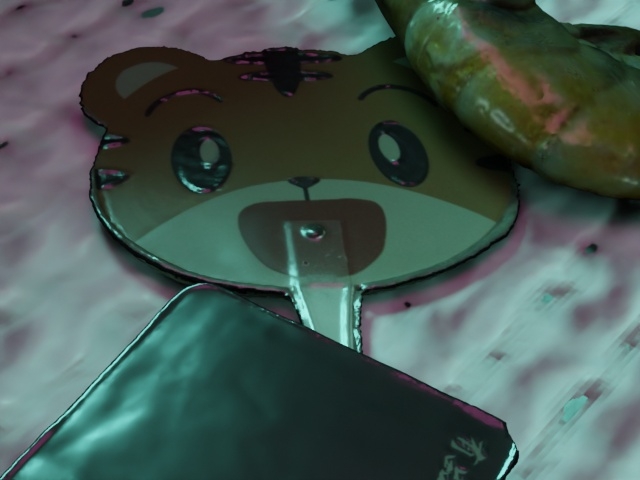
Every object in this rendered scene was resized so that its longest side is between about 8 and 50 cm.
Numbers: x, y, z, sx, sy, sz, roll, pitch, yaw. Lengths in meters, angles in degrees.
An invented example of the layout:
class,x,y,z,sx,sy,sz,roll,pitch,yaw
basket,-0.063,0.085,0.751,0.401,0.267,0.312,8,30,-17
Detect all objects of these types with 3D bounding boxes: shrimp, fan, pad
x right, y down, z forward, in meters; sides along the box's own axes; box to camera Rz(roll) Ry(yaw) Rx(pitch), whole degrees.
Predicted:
class,x,y,z,sx,sy,sz,roll,pitch,yaw
shrimp,0.083,-0.096,0.487,0.150,0.051,0.217,-14,53,-28
fan,0.000,0.000,0.407,0.152,0.008,0.227,-2,43,-8
pad,-0.033,0.078,0.315,0.112,0.003,0.157,24,51,23
